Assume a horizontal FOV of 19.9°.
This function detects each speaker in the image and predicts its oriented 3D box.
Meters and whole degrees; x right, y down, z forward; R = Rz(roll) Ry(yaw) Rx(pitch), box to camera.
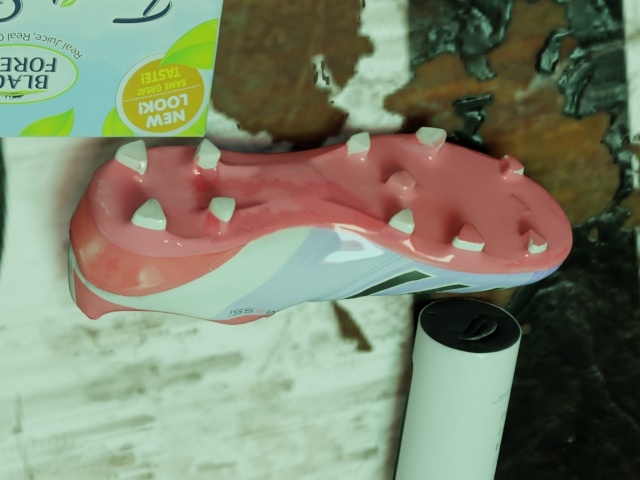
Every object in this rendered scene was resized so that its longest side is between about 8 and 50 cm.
[{"bbox_3d":[0.070,0.100,0.964,0.055,0.055,0.136,-4,122,-18],"label":"speaker"}]

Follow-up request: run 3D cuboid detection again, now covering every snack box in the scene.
[{"bbox_3d":[-0.123,-0.145,0.736,0.174,0.070,0.207,-2,123,-19],"label":"snack box"}]

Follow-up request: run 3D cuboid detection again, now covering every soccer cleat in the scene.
[{"bbox_3d":[0.000,0.000,0.874,0.248,0.083,0.095,1,144,-23],"label":"soccer cleat"}]
